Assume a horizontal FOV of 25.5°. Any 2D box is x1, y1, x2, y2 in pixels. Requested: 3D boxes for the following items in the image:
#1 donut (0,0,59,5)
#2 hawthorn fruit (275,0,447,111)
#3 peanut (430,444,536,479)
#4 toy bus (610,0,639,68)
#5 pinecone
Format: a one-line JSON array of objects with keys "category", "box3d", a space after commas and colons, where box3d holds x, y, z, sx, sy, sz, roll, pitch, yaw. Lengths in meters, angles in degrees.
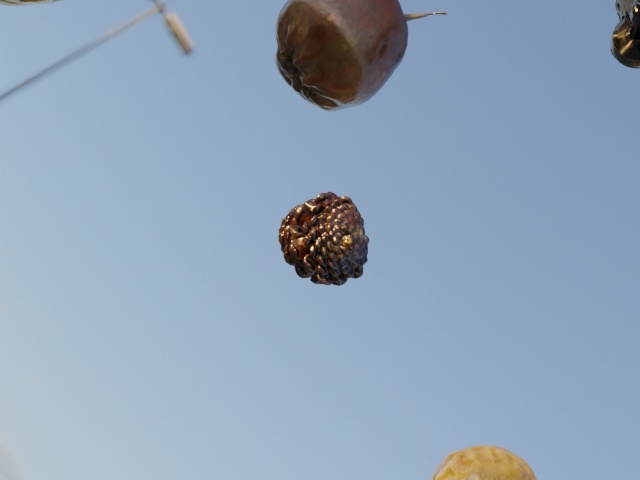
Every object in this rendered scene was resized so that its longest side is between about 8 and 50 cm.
[{"category": "donut", "box3d": [-0.278, -0.357, 1.077, 0.449, 0.198, 0.449, 5, -31, 3]}, {"category": "hawthorn fruit", "box3d": [0.027, -0.226, 1.556, 0.149, 0.189, 0.149, 22, -42, 21]}, {"category": "peanut", "box3d": [0.084, 0.216, 0.904, 0.093, 0.194, 0.083, 2, -38, 30]}, {"category": "toy bus", "box3d": [0.424, -0.162, 1.476, 0.145, 0.151, 0.331, 93, -20, -65]}, {"category": "pinecone", "box3d": [0.000, 0.000, 1.137, 0.083, 0.077, 0.077, -7, -64, 56]}]
